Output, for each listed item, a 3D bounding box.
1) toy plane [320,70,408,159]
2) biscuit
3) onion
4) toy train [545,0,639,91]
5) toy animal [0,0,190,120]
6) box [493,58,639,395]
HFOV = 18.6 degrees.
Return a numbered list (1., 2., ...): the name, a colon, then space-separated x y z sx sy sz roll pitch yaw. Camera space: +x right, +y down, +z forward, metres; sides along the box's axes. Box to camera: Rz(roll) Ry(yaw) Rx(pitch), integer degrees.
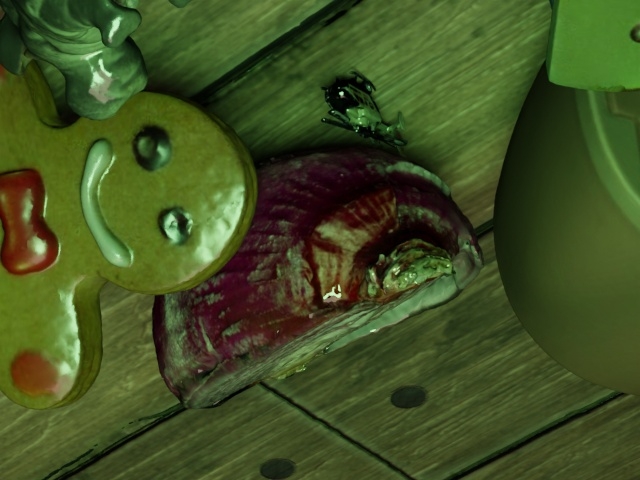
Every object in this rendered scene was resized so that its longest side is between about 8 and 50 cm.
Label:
1. toy plane: 0.035 -0.097 1.537 0.031 0.049 0.120 -28 152 24
2. biscuit: -0.254 -0.006 1.457 0.432 0.283 0.064 -12 178 18
3. onion: 0.000 0.000 1.496 0.267 0.159 0.348 -23 172 -26
4. toy train: 0.206 -0.254 1.256 0.131 0.202 0.300 -4 139 -3
5. toy animal: -0.161 -0.184 1.272 0.106 0.168 0.343 -39 160 -24
6. box: 0.273 -0.031 1.462 0.301 0.301 0.216 11 141 -18
